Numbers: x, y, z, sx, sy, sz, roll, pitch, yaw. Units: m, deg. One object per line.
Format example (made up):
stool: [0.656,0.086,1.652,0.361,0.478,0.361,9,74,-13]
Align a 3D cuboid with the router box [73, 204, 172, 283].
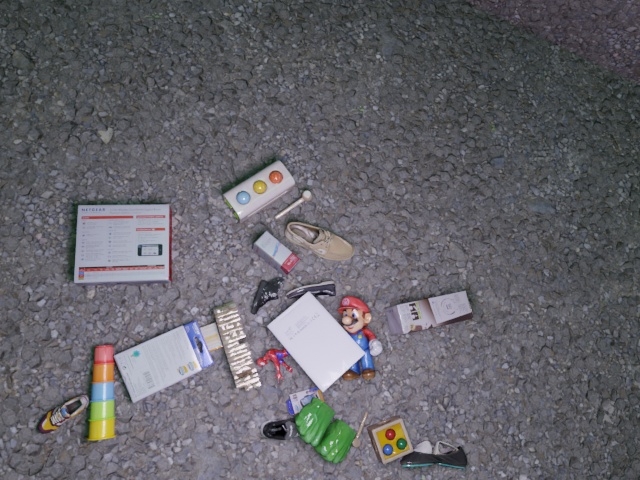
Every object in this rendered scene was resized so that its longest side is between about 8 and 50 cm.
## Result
router box: [-0.745,0.016,1.787,0.336,0.082,0.300,-1,77,-10]

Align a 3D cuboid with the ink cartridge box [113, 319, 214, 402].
ink cartridge box: [-0.571,0.442,1.726,0.311,0.065,0.185,-24,82,-12]

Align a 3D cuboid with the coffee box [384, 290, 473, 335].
coffee box: [0.432,0.293,1.879,0.298,0.168,0.118,-10,79,-11]

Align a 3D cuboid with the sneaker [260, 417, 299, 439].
sneaker: [-0.101,0.694,1.722,0.235,0.106,0.078,-4,78,-11]

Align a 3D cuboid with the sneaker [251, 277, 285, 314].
sneaker: [-0.206,0.220,1.846,0.089,0.051,0.170,17,71,0]

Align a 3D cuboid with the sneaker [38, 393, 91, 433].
sneaker: [-0.897,0.600,1.619,0.186,0.084,0.069,-36,85,-16]

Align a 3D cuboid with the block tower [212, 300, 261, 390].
block tower: [-0.318,0.398,1.763,0.091,0.097,0.335,-18,79,-14]

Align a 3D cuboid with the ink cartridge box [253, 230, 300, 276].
ink cartridge box: [-0.177,0.055,1.851,0.175,0.127,0.072,40,72,1]

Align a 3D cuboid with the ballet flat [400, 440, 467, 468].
ballet flat: [0.431,0.823,1.798,0.281,0.095,0.096,11,65,-18]

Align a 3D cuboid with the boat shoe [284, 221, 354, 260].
boat shoe: [0.000,0.000,1.910,0.303,0.098,0.109,22,74,-4]

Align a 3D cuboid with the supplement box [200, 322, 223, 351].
supplement box: [-0.415,0.370,1.782,0.062,0.036,0.098,-17,80,-13]

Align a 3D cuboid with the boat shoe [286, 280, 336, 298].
boat shoe: [-0.034,0.213,1.867,0.206,0.075,0.064,-11,76,-17]

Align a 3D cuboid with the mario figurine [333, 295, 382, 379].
mario figurine: [0.121,0.375,1.807,0.198,0.170,0.320,-5,79,-9]

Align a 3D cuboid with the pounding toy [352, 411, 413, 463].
pounding toy: [0.219,0.743,1.772,0.206,0.094,0.180,-17,80,-14]

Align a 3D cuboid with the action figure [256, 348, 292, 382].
action figure: [-0.098,0.452,1.787,0.281,0.091,0.138,-16,70,-13]

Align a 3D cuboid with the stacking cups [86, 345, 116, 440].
stacking cups: [-0.765,0.535,1.659,0.096,0.096,0.315,0,74,-10]

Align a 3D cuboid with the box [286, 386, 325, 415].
box: [-0.057,0.611,1.771,0.136,0.028,0.081,-11,44,-14]

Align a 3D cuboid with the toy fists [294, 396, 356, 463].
toy fists: [0.011,0.699,1.702,0.279,0.096,0.142,52,58,-26]

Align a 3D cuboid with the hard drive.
hard drive: [-0.018,0.374,1.750,0.210,0.040,0.318,-39,71,-15]

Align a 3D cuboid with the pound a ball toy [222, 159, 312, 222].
pound a ball toy: [-0.207,-0.184,1.901,0.319,0.136,0.208,-34,84,-15]
